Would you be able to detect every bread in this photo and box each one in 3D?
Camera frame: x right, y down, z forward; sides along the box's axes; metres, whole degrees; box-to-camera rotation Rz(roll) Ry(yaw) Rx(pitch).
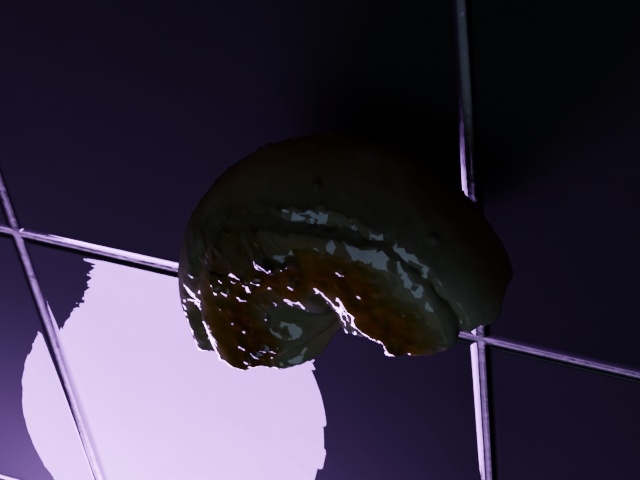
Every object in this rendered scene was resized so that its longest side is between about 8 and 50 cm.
[{"bbox_3d":[-0.005,-0.002,1.474,0.314,0.171,0.192,-16,124,41],"label":"bread"}]
